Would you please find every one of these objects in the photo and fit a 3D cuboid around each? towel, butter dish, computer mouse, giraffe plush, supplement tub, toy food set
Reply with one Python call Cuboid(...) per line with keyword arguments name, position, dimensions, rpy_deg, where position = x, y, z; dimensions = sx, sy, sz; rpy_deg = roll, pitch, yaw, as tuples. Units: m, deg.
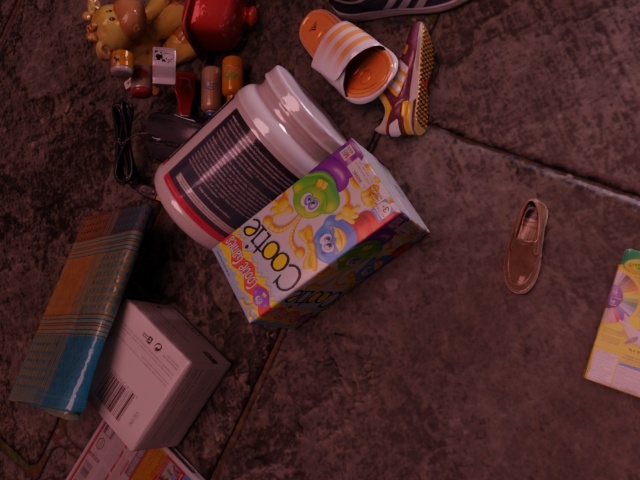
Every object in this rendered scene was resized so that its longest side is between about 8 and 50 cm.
Cuboid(name="towel", position=(-0.417, 0.117, 1.166), dimensions=(0.271, 0.040, 0.370), rpy_deg=(-4, 63, 48))
Cuboid(name="butter dish", position=(-0.173, -0.411, 1.195), dimensions=(0.118, 0.160, 0.160), rpy_deg=(11, 84, 4))
Cuboid(name="computer mouse", position=(-0.271, -0.145, 1.198), dimensions=(0.262, 0.060, 0.184), rpy_deg=(14, 114, 11))
Cuboid(name="giraffe plush", position=(-0.357, -0.394, 1.252), dimensions=(0.210, 0.170, 0.181), rpy_deg=(-49, 64, 10))
Cuboid(name="supplement tub", position=(-0.112, -0.125, 1.065), dimensions=(0.272, 0.191, 0.191), rpy_deg=(-40, 66, 14))
Cuboid(name="toy food set", position=(-0.257, -0.272, 1.197), dimensions=(0.232, 0.111, 0.104), rpy_deg=(1, 78, -13))

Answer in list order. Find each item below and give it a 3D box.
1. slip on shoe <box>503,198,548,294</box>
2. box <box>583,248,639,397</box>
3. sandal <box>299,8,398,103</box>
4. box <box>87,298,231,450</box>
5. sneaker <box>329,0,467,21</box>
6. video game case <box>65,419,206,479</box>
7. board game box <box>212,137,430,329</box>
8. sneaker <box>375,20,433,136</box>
Cuboid(name="slip on shoe", position=(0.287, 0.007, 0.928), dimensions=(0.051, 0.041, 0.135), rpy_deg=(16, 87, 28))
Cuboid(name="box", position=(0.414, 0.108, 0.846), dimensions=(0.105, 0.043, 0.179), rpy_deg=(18, 90, 28))
Cuboid(name="sandal", position=(0.019, -0.312, 1.076), dimensions=(0.102, 0.076, 0.265), rpy_deg=(-53, 49, 15))
Cuboid(name="box", position=(-0.284, 0.225, 1.120), dimensions=(0.181, 0.119, 0.182), rpy_deg=(36, 96, 28))
Cuboid(name="sneaker", position=(0.123, -0.424, 1.031), dimensions=(0.282, 0.153, 0.099), rpy_deg=(-5, 78, 25))
Cuboid(name="video game case", position=(-0.311, 0.437, 1.145), dimensions=(0.285, 0.025, 0.204), rpy_deg=(35, 96, 28))
Cuboid(name="board game box", position=(0.000, 0.000, 1.013), dimensions=(0.275, 0.142, 0.144), rpy_deg=(-38, 66, 15))
Cuboid(name="sneaker", position=(0.127, -0.255, 1.044), dimensions=(0.084, 0.069, 0.185), rpy_deg=(2, 79, 26))
